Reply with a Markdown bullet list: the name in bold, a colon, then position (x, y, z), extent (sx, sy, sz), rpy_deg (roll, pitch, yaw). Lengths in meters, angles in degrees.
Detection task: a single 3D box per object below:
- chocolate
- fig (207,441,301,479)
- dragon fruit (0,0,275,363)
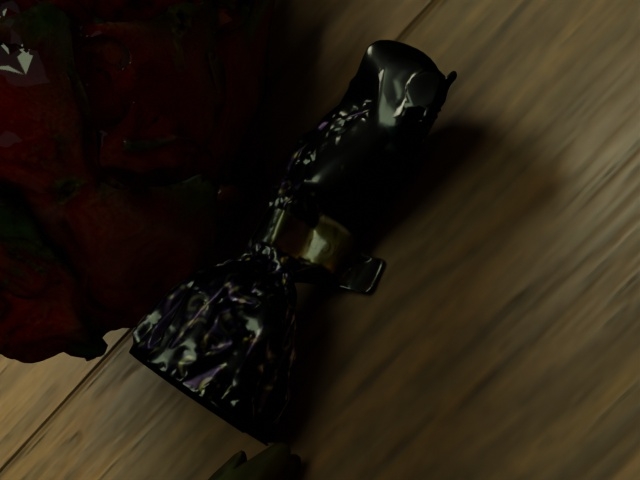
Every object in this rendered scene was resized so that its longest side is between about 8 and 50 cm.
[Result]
- **chocolate**: position (-0.002, 0.000, 0.629), extent (0.147, 0.070, 0.072), rpy_deg (-49, 27, -4)
- **fig**: position (-0.127, 0.169, 0.506), extent (0.368, 0.286, 0.286), rpy_deg (-41, 30, -27)
- **dragon fruit**: position (-0.106, -0.052, 0.681), extent (0.182, 0.182, 0.188), rpy_deg (-37, 42, 26)
